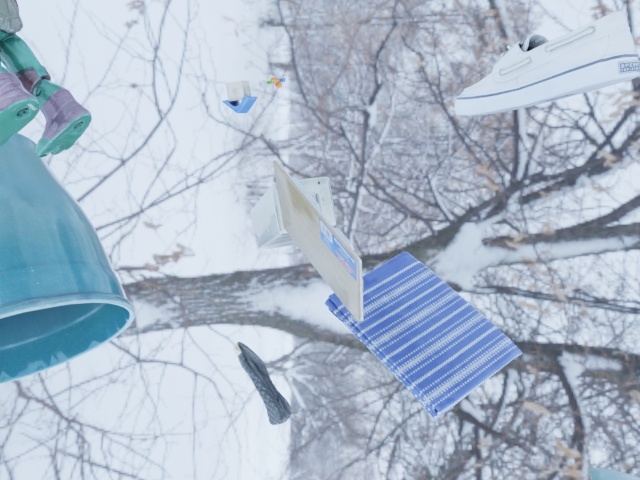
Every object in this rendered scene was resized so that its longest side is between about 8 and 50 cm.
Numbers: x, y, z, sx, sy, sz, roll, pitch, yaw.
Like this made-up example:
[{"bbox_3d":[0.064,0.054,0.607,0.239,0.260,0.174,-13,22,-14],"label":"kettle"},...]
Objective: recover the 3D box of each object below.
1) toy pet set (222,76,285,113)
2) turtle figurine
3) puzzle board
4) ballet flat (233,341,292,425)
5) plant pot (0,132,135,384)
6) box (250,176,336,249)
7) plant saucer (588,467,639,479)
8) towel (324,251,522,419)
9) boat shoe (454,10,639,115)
[{"bbox_3d":[-0.146,-0.306,1.316,0.114,0.122,0.065,-28,112,-64],"label":"toy pet set"},{"bbox_3d":[-0.300,-0.176,0.507,0.118,0.234,0.175,-45,173,28],"label":"turtle figurine"},{"bbox_3d":[0.000,0.000,0.532,0.128,0.011,0.096,50,-20,31],"label":"puzzle board"},{"bbox_3d":[-0.116,0.267,1.152,0.173,0.049,0.057,57,15,7],"label":"ballet flat"},{"bbox_3d":[-0.394,0.016,0.741,0.271,0.272,0.255,92,-24,-72],"label":"plant pot"},{"bbox_3d":[-0.061,-0.047,1.216,0.275,0.113,0.094,150,-70,-75],"label":"box"},{"bbox_3d":[0.160,0.149,0.264,0.119,0.021,0.119,50,14,-18],"label":"plant saucer"},{"bbox_3d":[0.197,0.173,1.241,0.336,0.243,0.040,44,-32,31],"label":"towel"},{"bbox_3d":[0.275,-0.222,0.800,0.267,0.096,0.088,0,-78,63],"label":"boat shoe"}]
